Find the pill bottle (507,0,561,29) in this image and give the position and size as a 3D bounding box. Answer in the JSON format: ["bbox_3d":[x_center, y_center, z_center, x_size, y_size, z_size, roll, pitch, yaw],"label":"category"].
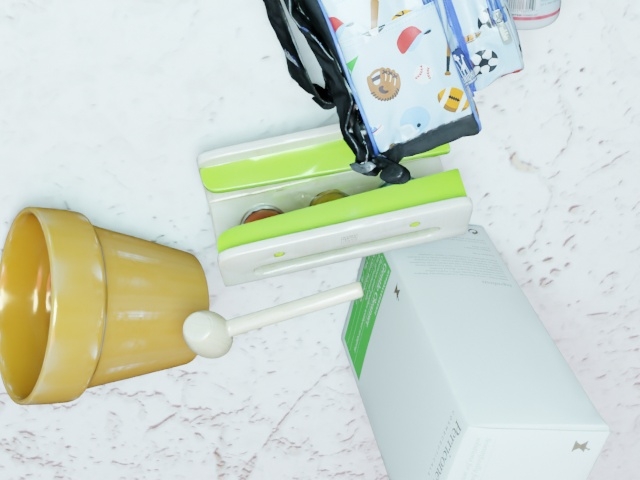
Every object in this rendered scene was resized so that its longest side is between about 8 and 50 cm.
[{"bbox_3d":[0.202,-0.298,0.971,0.087,0.087,0.160,-6,123,-8],"label":"pill bottle"}]

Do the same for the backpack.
[{"bbox_3d":[0.052,-0.226,0.892,0.213,0.276,0.263,-31,117,3],"label":"backpack"}]

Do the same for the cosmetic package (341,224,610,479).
[{"bbox_3d":[0.149,0.150,1.077,0.155,0.366,0.197,5,120,-15],"label":"cosmetic package"}]

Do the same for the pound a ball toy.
[{"bbox_3d":[0.000,0.000,1.053,0.319,0.208,0.136,-13,160,-4],"label":"pound a ball toy"}]

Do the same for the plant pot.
[{"bbox_3d":[-0.232,0.072,1.064,0.187,0.205,0.205,4,123,-33],"label":"plant pot"}]
